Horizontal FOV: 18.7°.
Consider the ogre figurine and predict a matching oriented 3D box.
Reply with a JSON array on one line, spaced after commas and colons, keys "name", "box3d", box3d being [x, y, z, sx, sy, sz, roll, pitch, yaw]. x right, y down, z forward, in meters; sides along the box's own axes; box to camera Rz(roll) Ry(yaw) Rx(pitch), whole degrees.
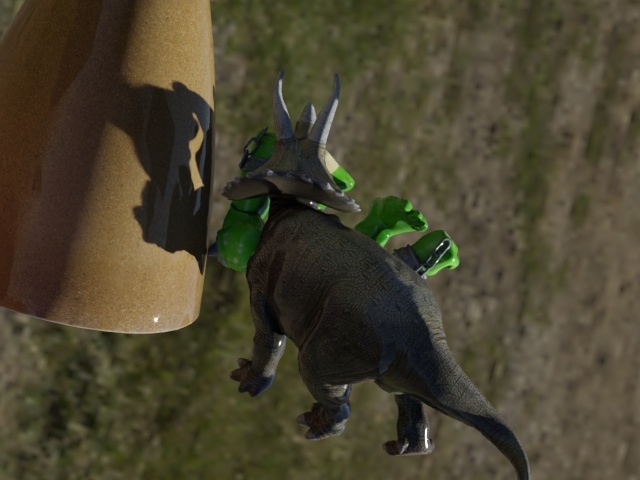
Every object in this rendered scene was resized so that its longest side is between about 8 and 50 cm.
[{"name": "ogre figurine", "box3d": [0.000, 0.000, 1.512, 0.118, 0.197, 0.097, -52, 173, -13]}]

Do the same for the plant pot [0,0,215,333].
[{"name": "plant pot", "box3d": [-0.177, -0.090, 1.513, 0.237, 0.237, 0.254, -8, 117, -61]}]

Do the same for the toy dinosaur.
[{"name": "toy dinosaur", "box3d": [0.016, 0.048, 1.233, 0.121, 0.313, 0.160, -19, 137, -20]}]
